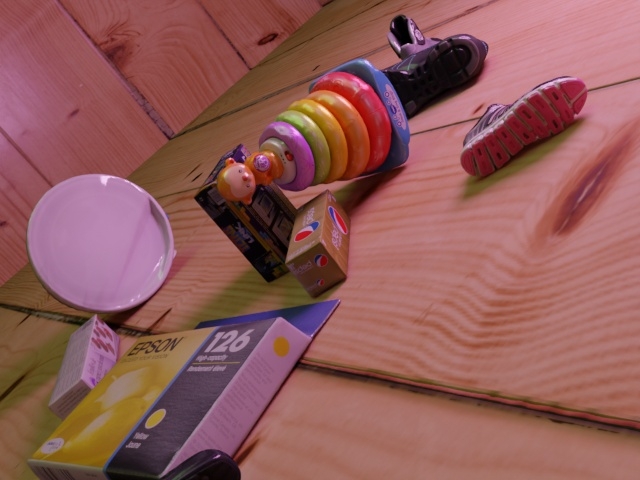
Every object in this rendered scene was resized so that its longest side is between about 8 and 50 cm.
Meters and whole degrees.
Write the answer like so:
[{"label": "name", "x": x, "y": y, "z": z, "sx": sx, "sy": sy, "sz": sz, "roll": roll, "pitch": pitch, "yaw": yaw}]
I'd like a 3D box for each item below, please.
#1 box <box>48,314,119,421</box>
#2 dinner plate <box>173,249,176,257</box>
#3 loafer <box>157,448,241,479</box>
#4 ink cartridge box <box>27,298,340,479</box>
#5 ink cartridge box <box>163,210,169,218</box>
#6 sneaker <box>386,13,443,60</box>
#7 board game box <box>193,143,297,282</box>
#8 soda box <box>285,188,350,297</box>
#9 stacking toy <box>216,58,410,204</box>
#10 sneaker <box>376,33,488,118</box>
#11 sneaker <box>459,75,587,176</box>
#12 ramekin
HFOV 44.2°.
[{"label": "box", "x": -0.366, "y": 0.201, "z": 1.245, "sx": 0.067, "sy": 0.063, "sz": 0.324, "roll": -41, "pitch": 16, "yaw": -3}, {"label": "dinner plate", "x": -0.362, "y": 0.062, "z": 1.658, "sx": 0.141, "sy": 0.017, "sz": 0.141, "roll": -33, "pitch": 21, "yaw": 14}, {"label": "loafer", "x": -0.168, "y": 0.269, "z": 0.716, "sx": 0.223, "sy": 0.076, "sz": 0.078, "roll": -44, "pitch": 27, "yaw": -5}, {"label": "ink cartridge box", "x": -0.165, "y": 0.170, "z": 0.946, "sx": 0.304, "sy": 0.072, "sz": 0.307, "roll": -14, "pitch": 31, "yaw": 46}, {"label": "ink cartridge box", "x": -0.428, "y": -0.039, "z": 1.995, "sx": 0.083, "sy": 0.028, "sz": 0.048, "roll": -49, "pitch": 21, "yaw": -27}, {"label": "sneaker", "x": 0.186, "y": -0.383, "z": 1.509, "sx": 0.086, "sy": 0.132, "sz": 0.228, "roll": -30, "pitch": 20, "yaw": 22}, {"label": "board game box", "x": -0.099, "y": -0.043, "z": 1.176, "sx": 0.048, "sy": 0.170, "sz": 0.141, "roll": -31, "pitch": 19, "yaw": 25}, {"label": "soda box", "x": 0.000, "y": 0.000, "z": 1.062, "sx": 0.058, "sy": 0.061, "sz": 0.181, "roll": -32, "pitch": 19, "yaw": 17}, {"label": "stacking toy", "x": -0.029, "y": -0.133, "z": 1.144, "sx": 0.302, "sy": 0.175, "sz": 0.166, "roll": -30, "pitch": 11, "yaw": -35}, {"label": "sneaker", "x": 0.176, "y": -0.279, "z": 1.382, "sx": 0.267, "sy": 0.101, "sz": 0.106, "roll": -18, "pitch": 12, "yaw": 33}, {"label": "sneaker", "x": 0.241, "y": -0.149, "z": 0.965, "sx": 0.170, "sy": 0.063, "sz": 0.074, "roll": -36, "pitch": 24, "yaw": 20}, {"label": "ramekin", "x": -0.430, "y": 0.017, "z": 1.523, "sx": 0.273, "sy": 0.273, "sz": 0.127, "roll": -48, "pitch": 8, "yaw": -28}]
